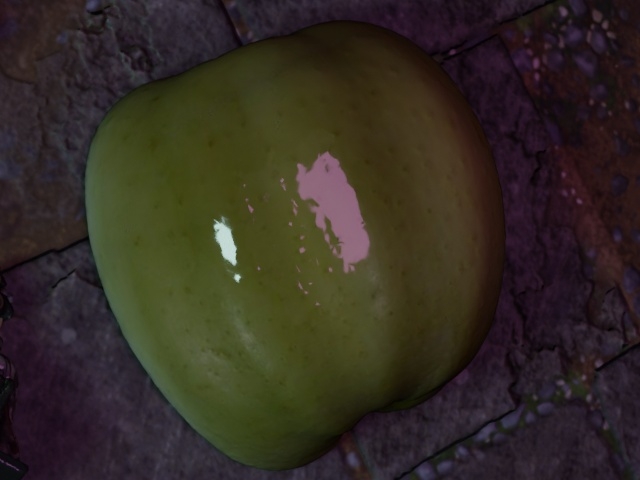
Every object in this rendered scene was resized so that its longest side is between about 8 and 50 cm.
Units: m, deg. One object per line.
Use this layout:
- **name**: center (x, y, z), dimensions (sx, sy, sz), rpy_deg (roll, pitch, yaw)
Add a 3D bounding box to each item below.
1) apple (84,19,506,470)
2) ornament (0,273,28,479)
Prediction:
- **apple**: center (0.000, 0.000, 1.657), dimensions (0.320, 0.311, 0.360), rpy_deg (-21, 89, 18)
- **ornament**: center (-0.298, 0.111, 1.505), dimensions (0.166, 0.153, 0.196), rpy_deg (32, 46, -19)
